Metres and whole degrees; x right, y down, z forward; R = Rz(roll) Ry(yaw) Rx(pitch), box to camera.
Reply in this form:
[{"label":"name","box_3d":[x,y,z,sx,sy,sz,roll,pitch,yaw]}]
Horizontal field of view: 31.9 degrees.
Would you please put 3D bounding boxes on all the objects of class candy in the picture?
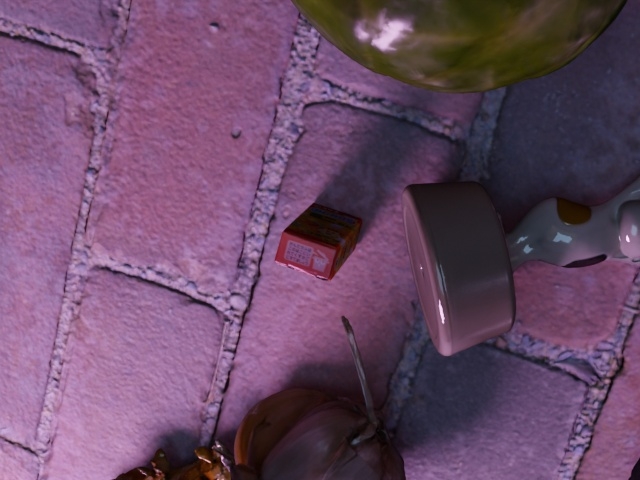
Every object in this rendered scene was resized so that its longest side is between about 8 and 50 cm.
[{"label":"candy","box_3d":[0.000,0.000,1.174,0.062,0.122,0.038,19,110,10]}]

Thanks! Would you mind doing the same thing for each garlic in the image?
[{"label":"garlic","box_3d":[-0.016,0.221,1.188,0.207,0.207,0.257,8,123,13]}]

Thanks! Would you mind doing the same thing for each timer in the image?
[{"label":"timer","box_3d":[0.228,0.002,1.121,0.266,0.175,0.175,-13,103,-1]}]

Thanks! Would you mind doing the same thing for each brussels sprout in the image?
[{"label":"brussels sprout","box_3d":[0.143,-0.290,0.976,0.289,0.281,0.355,41,93,33]}]

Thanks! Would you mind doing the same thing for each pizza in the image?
[{"label":"pizza","box_3d":[-0.175,0.355,1.333,0.228,0.081,0.290,22,120,19]}]

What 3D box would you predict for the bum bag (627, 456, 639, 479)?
[{"label":"bum bag","box_3d":[0.383,0.280,1.178,0.137,0.074,0.310,28,105,18]}]
